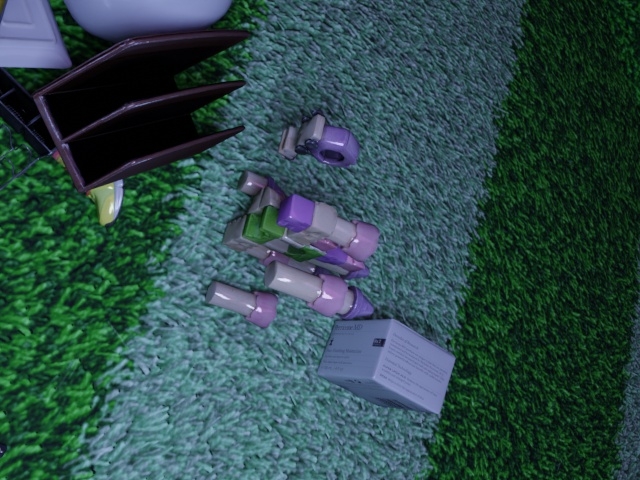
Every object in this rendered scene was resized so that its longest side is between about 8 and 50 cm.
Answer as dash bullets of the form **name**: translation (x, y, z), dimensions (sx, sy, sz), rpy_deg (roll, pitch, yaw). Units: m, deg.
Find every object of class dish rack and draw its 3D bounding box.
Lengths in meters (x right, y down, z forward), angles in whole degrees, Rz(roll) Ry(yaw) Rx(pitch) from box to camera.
- **dish rack**: translation (-0.526, -0.129, 0.884), dimensions (0.208, 0.074, 0.271), rpy_deg (47, 61, -13)

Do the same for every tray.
- **tray**: translation (-0.471, -0.376, 0.941), dimensions (0.145, 0.030, 0.270), rpy_deg (-13, 75, -45)

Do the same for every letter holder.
- **letter holder**: translation (-0.222, -0.208, 0.966), dimensions (0.302, 0.214, 0.152), rpy_deg (-37, 106, -59)

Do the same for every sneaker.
- **sneaker**: translation (-0.368, -0.118, 1.006), dimensions (0.094, 0.081, 0.208), rpy_deg (-11, 82, -30)

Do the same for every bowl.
- **bowl**: translation (-0.263, -0.374, 1.013), dimensions (0.298, 0.298, 0.134), rpy_deg (-26, 121, -35)

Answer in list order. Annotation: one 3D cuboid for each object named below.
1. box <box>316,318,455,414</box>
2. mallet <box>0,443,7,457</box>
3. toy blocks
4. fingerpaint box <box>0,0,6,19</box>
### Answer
- **box**: translation (0.125, 0.240, 1.230), dimensions (0.182, 0.181, 0.119), rpy_deg (33, 65, -27)
- **mallet**: translation (-0.514, 0.242, 0.875), dimensions (0.190, 0.039, 0.062), rpy_deg (33, 64, -32)
- **toy blocks**: translation (0.000, 0.000, 1.118), dimensions (0.260, 0.289, 0.308), rpy_deg (22, 68, -27)
- **fingerpaint box**: translation (-0.560, -0.432, 0.779), dimensions (0.371, 0.163, 0.444), rpy_deg (16, 61, -27)
